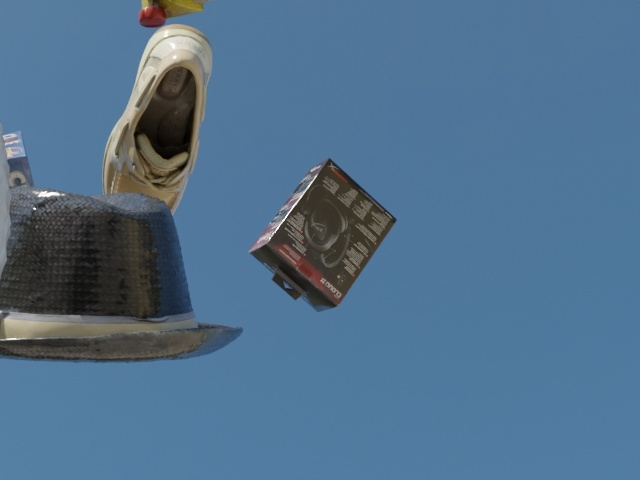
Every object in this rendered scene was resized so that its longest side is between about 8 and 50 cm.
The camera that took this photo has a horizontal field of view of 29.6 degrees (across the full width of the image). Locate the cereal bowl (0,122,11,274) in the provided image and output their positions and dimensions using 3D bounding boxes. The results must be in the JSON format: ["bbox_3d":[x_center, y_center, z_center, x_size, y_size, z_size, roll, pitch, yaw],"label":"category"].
[{"bbox_3d":[-0.284,-0.058,0.543,0.339,0.141,0.339,10,-54,14],"label":"cereal bowl"}]

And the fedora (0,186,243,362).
[{"bbox_3d":[-0.232,0.027,1.162,0.334,0.334,0.153,2,-90,-6],"label":"fedora"}]

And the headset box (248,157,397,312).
[{"bbox_3d":[0.000,0.000,0.770,0.062,0.083,0.032,41,-25,-12],"label":"headset box"}]

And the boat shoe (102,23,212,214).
[{"bbox_3d":[-0.200,-0.110,1.466,0.109,0.098,0.302,13,-56,-14],"label":"boat shoe"}]

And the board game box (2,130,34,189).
[{"bbox_3d":[-0.349,0.002,1.457,0.042,0.165,0.243,-14,-71,-12],"label":"board game box"}]

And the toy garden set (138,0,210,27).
[{"bbox_3d":[-0.091,-0.325,1.233,0.244,0.204,0.049,-8,-15,8],"label":"toy garden set"}]
